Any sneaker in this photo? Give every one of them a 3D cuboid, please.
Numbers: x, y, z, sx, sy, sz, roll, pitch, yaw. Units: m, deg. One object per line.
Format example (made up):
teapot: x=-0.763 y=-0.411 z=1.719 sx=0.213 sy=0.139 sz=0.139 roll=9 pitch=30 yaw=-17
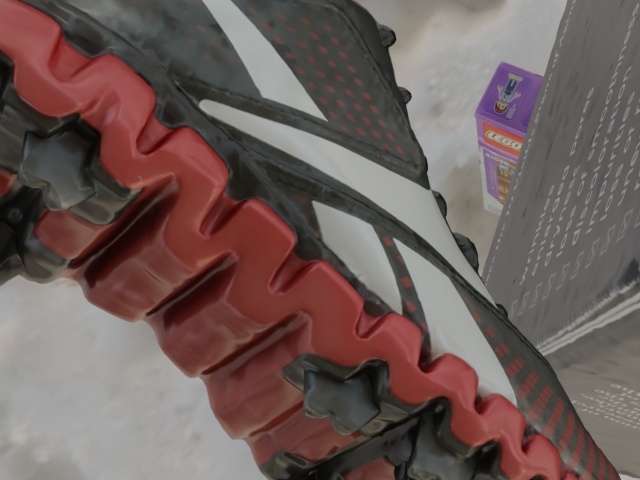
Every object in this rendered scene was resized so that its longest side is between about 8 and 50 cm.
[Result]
sneaker: x=0.000 y=0.000 z=0.496 sx=0.276 sy=0.135 sz=0.097 roll=40 pitch=144 yaw=-13

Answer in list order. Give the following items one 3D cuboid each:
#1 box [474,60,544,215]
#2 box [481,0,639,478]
box: x=0.275 y=-0.033 z=1.388 sx=0.293 sy=0.201 sz=0.057 roll=24 pitch=73 yaw=16
box: x=0.299 y=-0.110 z=0.872 sx=0.297 sy=0.472 sz=0.480 roll=19 pitch=78 yaw=-3
